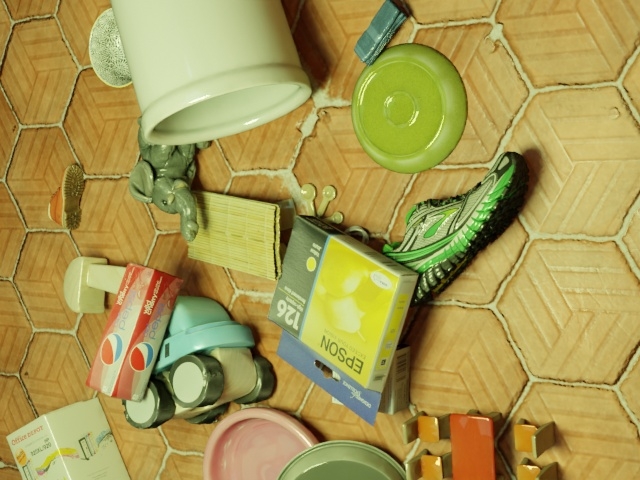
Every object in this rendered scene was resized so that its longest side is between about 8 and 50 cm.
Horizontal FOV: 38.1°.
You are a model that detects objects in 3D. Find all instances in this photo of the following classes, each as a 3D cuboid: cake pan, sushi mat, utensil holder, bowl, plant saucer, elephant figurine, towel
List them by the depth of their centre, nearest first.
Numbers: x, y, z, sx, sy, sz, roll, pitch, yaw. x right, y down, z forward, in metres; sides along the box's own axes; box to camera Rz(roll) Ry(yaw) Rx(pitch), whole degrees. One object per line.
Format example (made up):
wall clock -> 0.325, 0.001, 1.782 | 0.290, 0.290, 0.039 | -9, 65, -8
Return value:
plant saucer -> 0.152, -0.242, 1.704 | 0.241, 0.037, 0.240 | 5, 99, 32
towel -> 0.109, -0.383, 1.706 | 0.119, 0.029, 0.067 | -54, 36, 24
utensil holder -> -0.226, -0.414, 1.751 | 0.328, 0.328, 0.385 | -20, 85, 33
cake pan -> 0.044, 0.535, 1.794 | 0.293, 0.054, 0.293 | 1, 99, 3
sushi mat -> -0.185, -0.017, 1.909 | 0.317, 0.019, 0.151 | 12, 105, 48
plant saucer -> -0.095, 0.505, 1.939 | 0.332, 0.084, 0.331 | 6, 101, 32
elephant figurine -> -0.323, -0.133, 1.946 | 0.170, 0.186, 0.239 | 5, 100, 0
bowl -> -0.415, -0.418, 2.014 | 0.170, 0.080, 0.170 | 5, 100, 31

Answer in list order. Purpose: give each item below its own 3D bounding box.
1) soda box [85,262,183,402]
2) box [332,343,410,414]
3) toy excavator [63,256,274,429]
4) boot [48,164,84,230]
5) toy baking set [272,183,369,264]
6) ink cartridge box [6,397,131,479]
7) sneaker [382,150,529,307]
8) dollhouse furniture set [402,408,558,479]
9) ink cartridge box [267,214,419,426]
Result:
soda box -> -0.371, 0.183, 1.850 | 0.092, 0.083, 0.263 | 11, 81, 41
box -> 0.097, 0.258, 1.787 | 0.137, 0.072, 0.126 | 6, 98, 32
toy excavator -> -0.353, 0.188, 2.010 | 0.433, 0.222, 0.444 | -27, 69, 30
boot -> -0.610, -0.109, 2.197 | 0.085, 0.059, 0.157 | 22, 109, 33
toy baking set -> -0.005, 0.003, 1.842 | 0.197, 0.030, 0.256 | -45, 73, 29
ink cartridge box -> -0.601, 0.524, 2.211 | 0.171, 0.168, 0.232 | -30, 80, 33
sneaker -> 0.227, -0.035, 1.628 | 0.146, 0.134, 0.343 | 51, 120, 17
dollhouse furniture set -> 0.277, 0.438, 1.661 | 0.262, 0.135, 0.259 | -2, 96, 33
ink cartridge box -> 0.023, 0.145, 1.740 | 0.304, 0.072, 0.307 | 30, 108, 43
